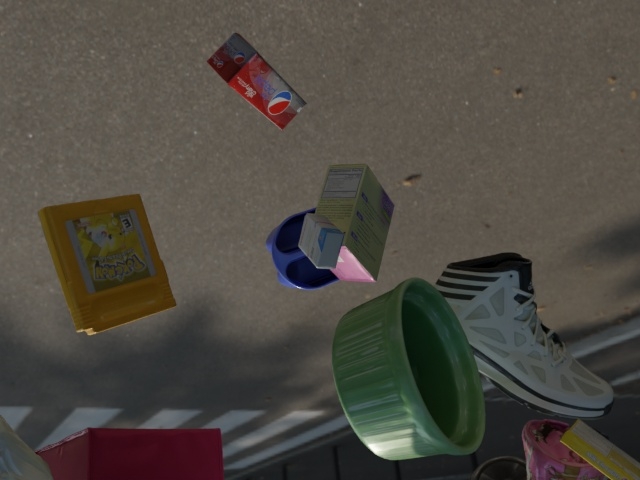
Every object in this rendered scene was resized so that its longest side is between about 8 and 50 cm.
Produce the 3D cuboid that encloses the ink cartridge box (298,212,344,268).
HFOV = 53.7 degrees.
[{"bbox_3d":[0.000,0.000,1.458,0.052,0.122,0.088,4,112,-27],"label":"ink cartridge box"}]

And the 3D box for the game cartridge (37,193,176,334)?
[{"bbox_3d":[-0.527,0.052,1.597,0.053,0.323,0.285,-22,177,37],"label":"game cartridge"}]

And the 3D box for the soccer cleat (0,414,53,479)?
[{"bbox_3d":[-0.457,0.326,0.938,0.068,0.196,0.076,-33,180,10],"label":"soccer cleat"}]

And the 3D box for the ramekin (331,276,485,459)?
[{"bbox_3d":[0.151,0.229,1.097,0.148,0.303,0.303,-24,149,28],"label":"ramekin"}]

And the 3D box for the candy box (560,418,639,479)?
[{"bbox_3d":[0.467,0.353,0.956,0.027,0.206,0.105,-59,151,11],"label":"candy box"}]

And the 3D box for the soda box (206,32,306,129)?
[{"bbox_3d":[-0.133,-0.344,1.395,0.092,0.083,0.263,-45,156,7],"label":"soda box"}]

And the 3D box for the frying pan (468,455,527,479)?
[{"bbox_3d":[0.483,0.608,1.447,0.326,0.197,0.053,21,144,45],"label":"frying pan"}]

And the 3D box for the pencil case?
[{"bbox_3d":[0.434,0.530,1.167,0.167,0.385,0.160,-7,-166,-35],"label":"pencil case"}]

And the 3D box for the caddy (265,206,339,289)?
[{"bbox_3d":[-0.005,0.020,1.995,0.341,0.241,0.179,-21,-179,-24],"label":"caddy"}]

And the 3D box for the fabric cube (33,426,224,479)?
[{"bbox_3d":[-0.346,0.479,1.120,0.258,0.254,0.259,14,149,-41],"label":"fabric cube"}]

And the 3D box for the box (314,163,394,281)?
[{"bbox_3d":[0.085,-0.044,1.680,0.117,0.242,0.213,2,154,31],"label":"box"}]

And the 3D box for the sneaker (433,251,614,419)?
[{"bbox_3d":[0.440,0.186,1.336,0.448,0.169,0.257,25,114,11],"label":"sneaker"}]
